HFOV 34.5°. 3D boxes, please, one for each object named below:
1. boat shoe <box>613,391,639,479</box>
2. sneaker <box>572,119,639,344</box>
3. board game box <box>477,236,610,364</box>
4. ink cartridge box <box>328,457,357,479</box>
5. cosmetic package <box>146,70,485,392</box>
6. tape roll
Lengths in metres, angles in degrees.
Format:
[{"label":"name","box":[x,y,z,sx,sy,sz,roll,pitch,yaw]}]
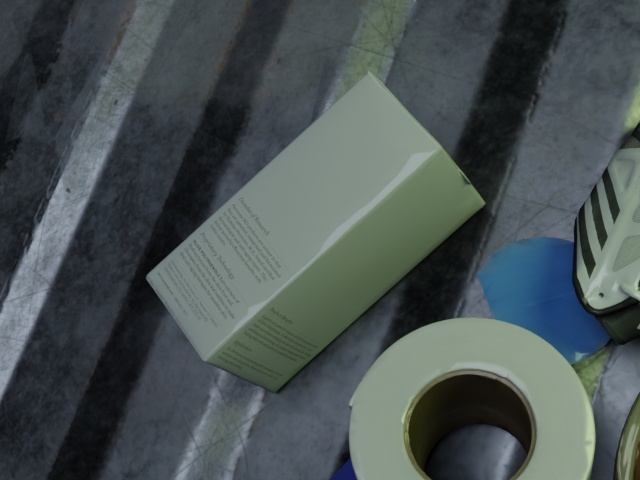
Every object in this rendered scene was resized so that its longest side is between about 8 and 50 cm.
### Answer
[{"label":"boat shoe","box":[0.351,0.276,1.018,0.119,0.122,0.324,10,71,35]},{"label":"sneaker","box":[0.430,0.041,1.041,0.258,0.169,0.447,-56,36,10]},{"label":"board game box","box":[0.263,0.075,1.194,0.133,0.033,0.169,-16,58,-1]},{"label":"ink cartridge box","box":[0.052,0.371,1.178,0.223,0.045,0.224,-47,60,3]},{"label":"cosmetic package","box":[0.000,0.000,1.253,0.365,0.197,0.155,-42,59,3]},{"label":"tape roll","box":[0.161,0.224,1.082,0.246,0.169,0.246,-6,61,10]}]
